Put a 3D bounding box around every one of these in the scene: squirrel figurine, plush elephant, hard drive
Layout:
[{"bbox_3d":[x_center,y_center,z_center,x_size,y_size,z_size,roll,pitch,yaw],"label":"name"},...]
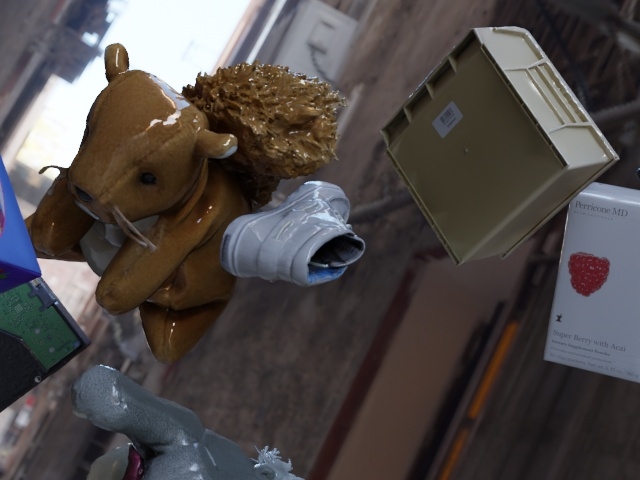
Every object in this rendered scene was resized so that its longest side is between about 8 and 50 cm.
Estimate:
[{"bbox_3d":[-0.170,-0.100,1.422,0.281,0.397,0.370,43,-24,17],"label":"squirrel figurine"},{"bbox_3d":[-0.198,0.327,1.348,0.330,0.255,0.272,20,33,-58],"label":"plush elephant"},{"bbox_3d":[-0.570,0.175,1.883,0.237,0.339,0.064,52,-2,-3],"label":"hard drive"}]

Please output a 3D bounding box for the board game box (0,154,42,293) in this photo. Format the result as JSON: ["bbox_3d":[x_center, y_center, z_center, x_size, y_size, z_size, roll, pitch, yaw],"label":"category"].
[{"bbox_3d":[-0.342,-0.131,0.886,0.233,0.078,0.347,41,26,-76],"label":"board game box"}]

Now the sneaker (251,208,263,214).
[{"bbox_3d":[-0.116,0.001,1.753,0.170,0.051,0.089,-31,-65,21],"label":"sneaker"}]

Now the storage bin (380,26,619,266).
[{"bbox_3d":[0.251,-0.139,1.758,0.262,0.123,0.260,-47,-114,41],"label":"storage bin"}]

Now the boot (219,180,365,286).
[{"bbox_3d":[0.000,0.000,1.394,0.123,0.095,0.258,16,24,26],"label":"boot"}]

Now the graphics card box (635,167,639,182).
[{"bbox_3d":[0.502,0.051,1.201,0.233,0.094,0.371,-11,-71,53],"label":"graphics card box"}]

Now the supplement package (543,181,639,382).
[{"bbox_3d":[0.501,0.065,1.997,0.177,0.293,0.175,12,13,23],"label":"supplement package"}]
